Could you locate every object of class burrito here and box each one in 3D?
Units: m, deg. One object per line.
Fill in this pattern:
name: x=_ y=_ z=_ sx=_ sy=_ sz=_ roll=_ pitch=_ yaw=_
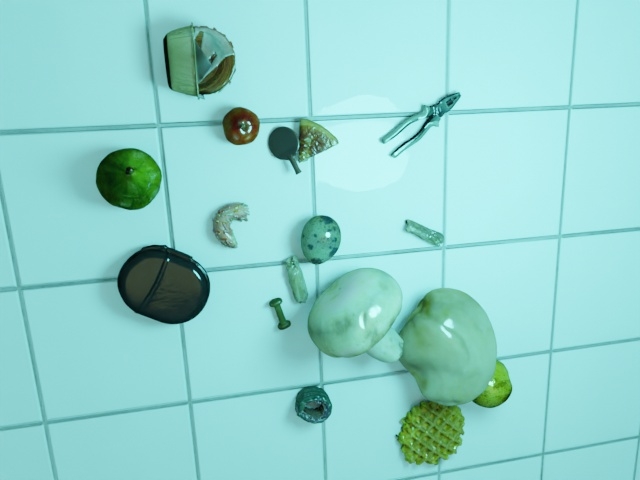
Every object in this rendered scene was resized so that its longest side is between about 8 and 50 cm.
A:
burrito: x=0.387 y=-0.028 z=1.951 sx=0.171 sy=0.042 sz=0.051 roll=25 pitch=67 yaw=-21
burrito: x=-0.086 y=0.145 z=1.893 sx=0.058 sy=0.045 sz=0.189 roll=-15 pitch=108 yaw=-1

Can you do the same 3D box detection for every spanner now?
spanner: x=0.362 y=-0.420 z=1.852 sx=0.324 sy=0.040 sz=0.096 roll=-37 pitch=109 yaw=0

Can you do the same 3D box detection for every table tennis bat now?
table tennis bat: x=-0.122 y=-0.292 z=1.718 sx=0.107 sy=0.119 sz=0.170 roll=-27 pitch=93 yaw=17

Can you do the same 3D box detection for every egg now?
egg: x=0.000 y=0.000 z=1.830 sx=0.141 sy=0.141 sz=0.182 roll=10 pitch=110 yaw=-14

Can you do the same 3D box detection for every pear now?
pear: x=0.650 y=0.563 z=2.077 sx=0.197 sy=0.197 sz=0.198 roll=-3 pitch=104 yaw=-11

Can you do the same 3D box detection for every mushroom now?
mushroom: x=0.124 y=0.264 z=1.847 sx=0.324 sy=0.353 sz=0.354 roll=14 pitch=104 yaw=29

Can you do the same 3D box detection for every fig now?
fig: x=-0.589 y=-0.182 z=1.608 sx=0.202 sy=0.235 sz=0.203 roll=-3 pitch=103 yaw=-16

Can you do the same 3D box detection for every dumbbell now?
dumbbell: x=-0.147 y=0.267 z=1.910 sx=0.052 sy=0.046 sz=0.118 roll=-23 pitch=107 yaw=-12

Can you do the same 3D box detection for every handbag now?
handbag: x=-0.525 y=0.152 z=1.776 sx=0.307 sy=0.093 sz=0.254 roll=25 pitch=98 yaw=-16

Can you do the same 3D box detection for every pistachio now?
pistachio: x=0.466 y=0.393 z=1.950 sx=0.364 sy=0.281 sz=0.446 roll=-8 pitch=96 yaw=13

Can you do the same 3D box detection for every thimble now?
thimble: x=-0.026 y=0.627 z=2.002 sx=0.135 sy=0.090 sz=0.119 roll=18 pitch=97 yaw=-13

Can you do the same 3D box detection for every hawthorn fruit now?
hawthorn fruit: x=-0.250 y=-0.365 z=1.696 sx=0.125 sy=0.140 sz=0.125 roll=-21 pitch=121 yaw=-40

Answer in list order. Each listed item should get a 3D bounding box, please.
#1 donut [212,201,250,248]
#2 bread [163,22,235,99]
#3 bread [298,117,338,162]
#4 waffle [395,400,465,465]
donut: x=-0.312 y=-0.057 z=1.785 sx=0.116 sy=0.065 sz=0.166 roll=15 pitch=99 yaw=-16
bread: x=-0.366 y=-0.549 z=1.612 sx=0.211 sy=0.142 sz=0.225 roll=-4 pitch=104 yaw=-8
bread: x=-0.035 y=-0.351 z=1.775 sx=0.154 sy=0.054 sz=0.136 roll=-29 pitch=105 yaw=3
waffle: x=0.460 y=0.786 z=2.160 sx=0.328 sy=0.062 sz=0.330 roll=-3 pitch=105 yaw=-11
